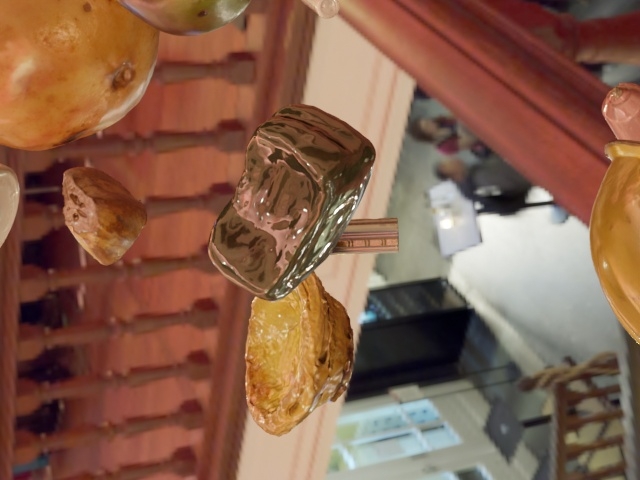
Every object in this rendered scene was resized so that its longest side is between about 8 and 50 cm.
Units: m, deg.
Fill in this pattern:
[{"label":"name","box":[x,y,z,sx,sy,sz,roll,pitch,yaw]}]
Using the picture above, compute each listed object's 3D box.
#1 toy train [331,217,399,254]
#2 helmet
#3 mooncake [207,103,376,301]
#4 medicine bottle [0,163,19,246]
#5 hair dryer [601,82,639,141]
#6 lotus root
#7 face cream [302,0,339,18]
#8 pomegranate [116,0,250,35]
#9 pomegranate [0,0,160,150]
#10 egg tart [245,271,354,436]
[{"label":"toy train","box":[0.000,0.000,1.857,0.048,0.251,0.055,-88,-6,-64]},{"label":"helmet","box":[0.301,0.036,0.869,0.257,0.205,0.140,30,90,17]},{"label":"mooncake","box":[-0.030,-0.034,1.037,0.175,0.104,0.168,-58,-6,-8]},{"label":"medicine bottle","box":[-0.673,-0.089,1.893,0.332,0.190,0.190,22,124,15]},{"label":"hair dryer","box":[0.418,-0.056,1.417,0.125,0.352,0.210,-4,53,40]},{"label":"lotus root","box":[-0.340,-0.047,1.830,0.095,0.135,0.159,-11,73,21]},{"label":"face cream","box":[-0.009,-0.342,1.623,0.130,0.034,0.034,-128,40,-59]},{"label":"pomegranate","box":[-0.110,-0.278,1.057,0.159,0.205,0.159,64,176,7]},{"label":"pomegranate","box":[-0.388,-0.288,1.572,0.342,0.342,0.343,24,117,59]},{"label":"egg tart","box":[-0.029,0.171,1.803,0.294,0.123,0.294,-172,90,-68]}]
